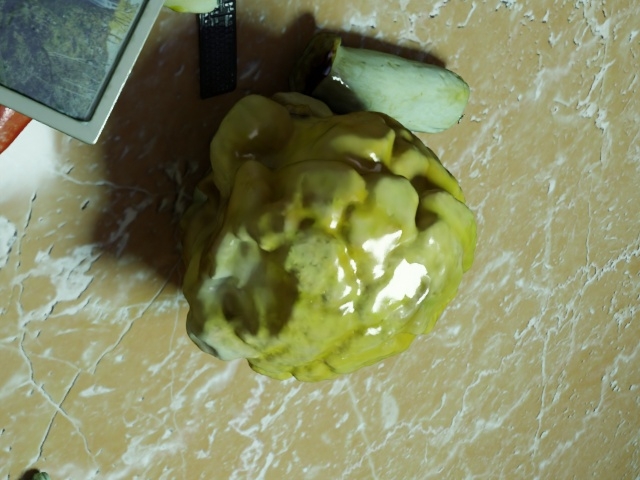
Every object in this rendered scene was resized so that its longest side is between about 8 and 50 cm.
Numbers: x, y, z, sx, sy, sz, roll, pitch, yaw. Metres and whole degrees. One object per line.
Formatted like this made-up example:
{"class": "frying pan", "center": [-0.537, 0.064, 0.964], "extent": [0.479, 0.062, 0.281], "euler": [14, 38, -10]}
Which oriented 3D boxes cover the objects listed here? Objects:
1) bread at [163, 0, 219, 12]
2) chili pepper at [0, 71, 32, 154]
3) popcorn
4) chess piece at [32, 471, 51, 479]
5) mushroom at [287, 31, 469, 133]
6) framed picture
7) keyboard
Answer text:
{"class": "bread", "center": [-0.165, -0.304, 1.233], "extent": [0.094, 0.083, 0.157], "euler": [-42, 123, -12]}
{"class": "chili pepper", "center": [-0.359, -0.103, 1.200], "extent": [0.169, 0.065, 0.088], "euler": [-54, 138, 3]}
{"class": "popcorn", "center": [0.010, 0.009, 1.407], "extent": [0.390, 0.354, 0.344], "euler": [26, 88, -51]}
{"class": "chess piece", "center": [-0.383, 0.323, 1.469], "extent": [0.093, 0.042, 0.042], "euler": [-15, 125, -28]}
{"class": "mushroom", "center": [0.083, -0.199, 1.539], "extent": [0.312, 0.081, 0.100], "euler": [7, 128, -47]}
{"class": "framed picture", "center": [-0.256, -0.282, 1.139], "extent": [0.241, 0.020, 0.324], "euler": [26, 93, -29]}
{"class": "keyboard", "center": [-0.121, -0.241, 1.372], "extent": [0.053, 0.010, 0.155], "euler": [-21, 129, -31]}
